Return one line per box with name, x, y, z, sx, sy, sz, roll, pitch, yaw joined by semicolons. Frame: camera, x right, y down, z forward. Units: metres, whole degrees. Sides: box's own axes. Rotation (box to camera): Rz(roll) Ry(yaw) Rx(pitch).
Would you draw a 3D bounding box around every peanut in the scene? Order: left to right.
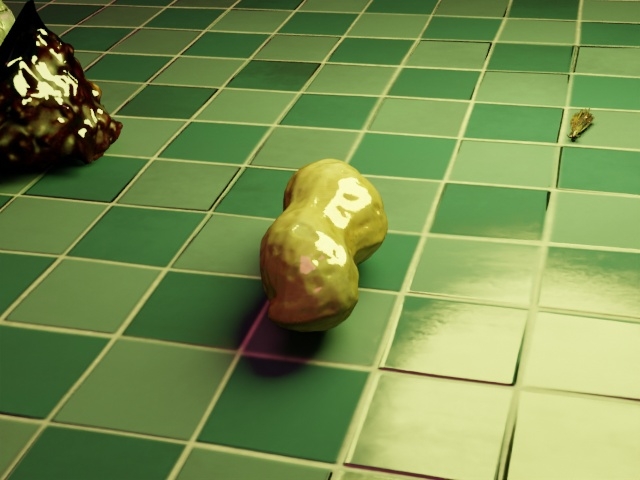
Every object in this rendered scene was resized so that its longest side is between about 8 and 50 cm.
peanut;0.000;0.000;0.979;0.117;0.101;0.263;-14;26;22

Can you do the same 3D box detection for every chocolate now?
chocolate;-0.350;-0.158;1.281;0.177;0.206;0.224;28;46;-23

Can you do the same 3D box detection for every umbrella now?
umbrella;0.335;-0.151;1.287;0.031;0.020;0.083;9;38;22

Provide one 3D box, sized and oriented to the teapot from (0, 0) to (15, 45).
teapot;-0.608;-0.351;1.639;0.200;0.107;0.077;-20;31;-27
